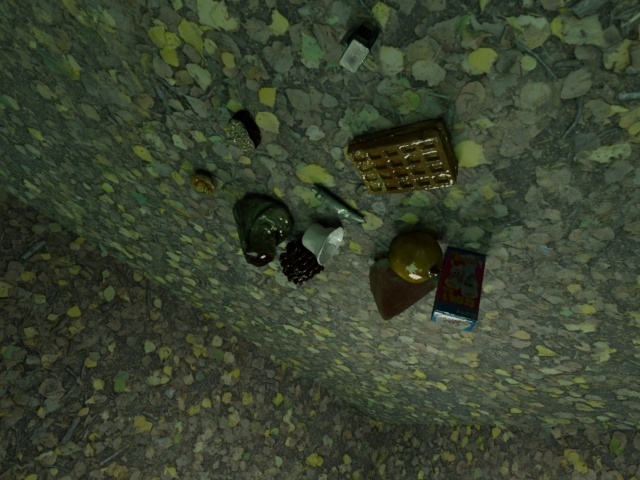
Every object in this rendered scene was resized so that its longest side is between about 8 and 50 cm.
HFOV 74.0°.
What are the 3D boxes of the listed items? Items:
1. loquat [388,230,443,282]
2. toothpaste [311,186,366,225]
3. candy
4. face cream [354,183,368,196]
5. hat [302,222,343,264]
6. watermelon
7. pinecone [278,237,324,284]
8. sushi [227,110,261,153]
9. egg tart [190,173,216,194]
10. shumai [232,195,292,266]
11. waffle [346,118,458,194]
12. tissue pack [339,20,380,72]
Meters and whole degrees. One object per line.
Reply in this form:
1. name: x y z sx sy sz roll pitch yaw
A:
1. loquat: 0.382 0.075 1.664 0.246 0.213 0.213 45 170 49
2. toothpaste: 0.070 -0.137 1.724 0.268 0.047 0.069 35 125 -20
3. candy: 0.540 0.185 1.659 0.157 0.306 0.100 14 145 12
4. face cream: 0.164 -0.195 1.612 0.040 0.021 0.083 30 144 -11
5. hat: 0.000 0.000 1.858 0.126 0.203 0.203 29 149 21
6. watermelon: 0.356 0.196 1.852 0.283 0.292 0.250 31 115 -10
7. pinecone: -0.090 0.089 1.974 0.221 0.221 0.221 15 145 11
8. sushi: -0.278 -0.392 1.550 0.090 0.078 0.150 5 143 24
9. egg tart: -0.520 -0.258 1.891 0.130 0.052 0.130 15 146 10
10. shumai: -0.299 -0.020 1.901 0.304 0.263 0.309 13 145 10
11. waffle: 0.269 -0.263 1.400 0.328 0.098 0.224 -5 135 33
12. tissue pack: 0.095 -0.523 1.132 0.079 0.111 0.085 31 145 -10
